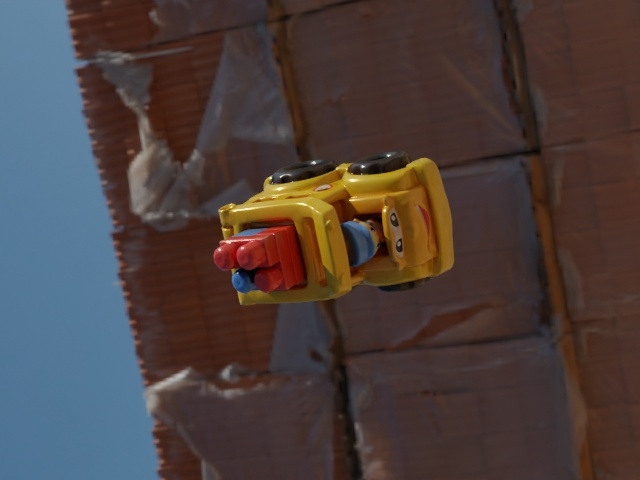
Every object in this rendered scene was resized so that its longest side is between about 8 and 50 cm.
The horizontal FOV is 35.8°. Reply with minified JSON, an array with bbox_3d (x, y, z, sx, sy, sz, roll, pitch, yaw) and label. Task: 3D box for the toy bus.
[{"bbox_3d":[0.000,0.000,1.029,0.211,0.220,0.149,-26,-72,-56],"label":"toy bus"}]
